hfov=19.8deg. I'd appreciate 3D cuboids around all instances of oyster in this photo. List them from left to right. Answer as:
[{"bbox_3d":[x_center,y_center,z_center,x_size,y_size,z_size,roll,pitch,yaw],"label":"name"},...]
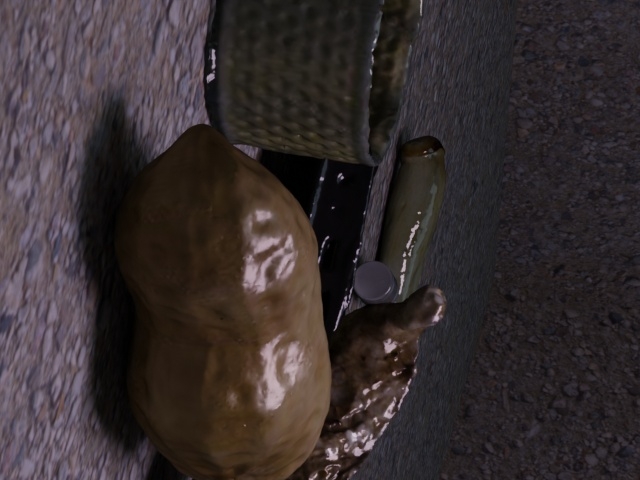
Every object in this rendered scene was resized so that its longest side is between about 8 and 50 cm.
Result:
[{"bbox_3d":[-0.043,0.193,1.735,0.396,0.111,0.204,-45,-171,-16],"label":"oyster"}]

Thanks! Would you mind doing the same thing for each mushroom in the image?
[{"bbox_3d":[0.130,-0.004,2.748,0.100,0.081,0.312,15,87,-73],"label":"mushroom"}]

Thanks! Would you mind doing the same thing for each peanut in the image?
[{"bbox_3d":[-0.084,0.067,1.502,0.387,0.169,0.192,84,24,-45],"label":"peanut"}]

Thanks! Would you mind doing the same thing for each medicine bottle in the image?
[{"bbox_3d":[0.079,0.065,2.599,0.091,0.058,0.058,54,47,-75],"label":"medicine bottle"}]

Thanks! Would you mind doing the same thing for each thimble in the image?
[{"bbox_3d":[0.003,-0.204,1.717,0.271,0.150,0.271,10,90,-79],"label":"thimble"}]

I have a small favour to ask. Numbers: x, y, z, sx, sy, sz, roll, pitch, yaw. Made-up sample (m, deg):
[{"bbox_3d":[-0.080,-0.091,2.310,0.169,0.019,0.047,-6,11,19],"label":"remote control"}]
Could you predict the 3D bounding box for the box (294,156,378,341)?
[{"bbox_3d":[0.000,0.000,1.983,0.289,0.073,0.290,134,-32,-82],"label":"box"}]
